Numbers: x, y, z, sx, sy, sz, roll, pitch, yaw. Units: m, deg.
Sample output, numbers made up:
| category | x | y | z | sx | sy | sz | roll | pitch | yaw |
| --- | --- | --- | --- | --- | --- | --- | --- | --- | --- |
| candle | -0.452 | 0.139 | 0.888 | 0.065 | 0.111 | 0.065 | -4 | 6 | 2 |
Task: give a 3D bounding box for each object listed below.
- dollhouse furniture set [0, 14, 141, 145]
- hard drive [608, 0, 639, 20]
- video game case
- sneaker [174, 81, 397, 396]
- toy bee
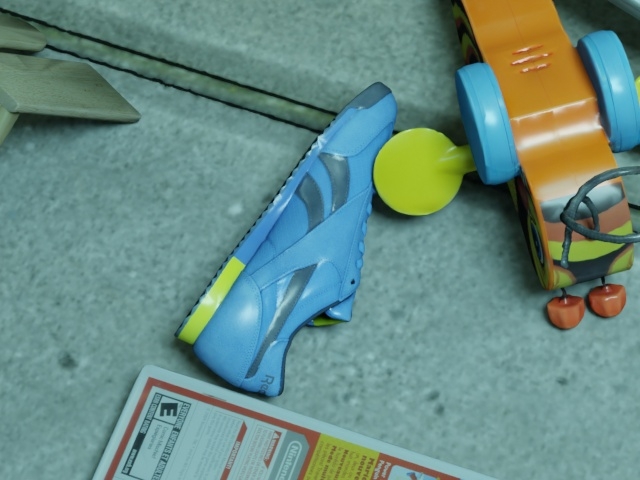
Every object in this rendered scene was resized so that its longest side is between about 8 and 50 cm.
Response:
| category | x | y | z | sx | sy | sz | roll | pitch | yaw |
| --- | --- | --- | --- | --- | --- | --- | --- | --- | --- |
| dollhouse furniture set | -0.234 | -0.068 | 1.112 | 0.144 | 0.123 | 0.151 | 44 | 111 | 22 |
| hard drive | 0.302 | -0.176 | 1.000 | 0.307 | 0.040 | 0.203 | 34 | 87 | 13 |
| video game case | -0.008 | 0.203 | 0.959 | 0.285 | 0.025 | 0.204 | 17 | 68 | 14 |
| sneaker | 0.000 | 0.000 | 1.037 | 0.082 | 0.069 | 0.209 | 34 | 70 | 0 |
| toy bee | 0.128 | -0.035 | 1.005 | 0.195 | 0.162 | 0.298 | -1 | 40 | 15 |
